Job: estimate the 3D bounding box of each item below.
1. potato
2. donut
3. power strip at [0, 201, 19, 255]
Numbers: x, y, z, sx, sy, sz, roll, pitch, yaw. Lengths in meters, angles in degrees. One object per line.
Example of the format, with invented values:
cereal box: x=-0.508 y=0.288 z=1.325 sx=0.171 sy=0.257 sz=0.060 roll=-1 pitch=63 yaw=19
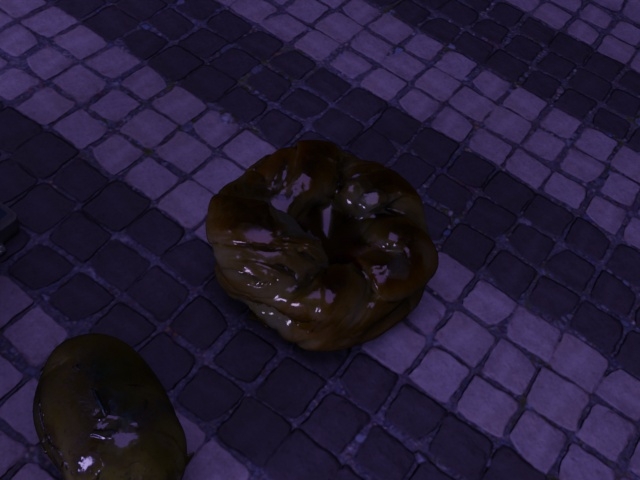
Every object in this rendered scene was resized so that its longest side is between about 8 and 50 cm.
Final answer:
potato: x=-0.270 y=0.229 z=0.972 sx=0.169 sy=0.143 sz=0.248 roll=-14 pitch=56 yaw=-33
donut: x=0.000 y=0.000 z=1.186 sx=0.360 sy=0.170 sz=0.360 roll=6 pitch=50 yaw=-8
power strip: x=-0.596 y=-0.056 z=1.184 sx=0.270 sy=0.046 sz=0.118 roll=32 pitch=54 yaw=13
